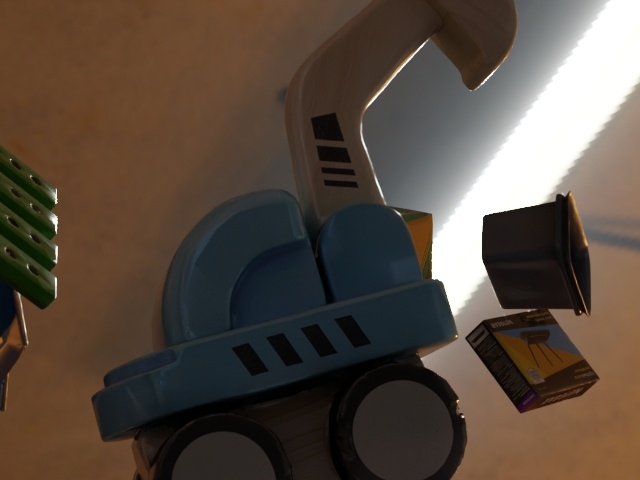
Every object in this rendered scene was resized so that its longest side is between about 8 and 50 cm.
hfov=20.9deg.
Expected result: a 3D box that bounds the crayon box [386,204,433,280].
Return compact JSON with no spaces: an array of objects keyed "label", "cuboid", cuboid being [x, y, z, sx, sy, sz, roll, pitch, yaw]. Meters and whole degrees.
[{"label":"crayon box","cuboid":[0.038,0.064,2.277,0.278,0.081,0.165,-19,-66,-48]}]

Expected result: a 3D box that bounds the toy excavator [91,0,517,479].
[{"label":"toy excavator","cuboid":[0.000,0.000,1.432,0.433,0.445,0.222,-15,-6,-12]}]

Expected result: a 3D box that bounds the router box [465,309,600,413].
[{"label":"router box","cuboid":[0.296,0.164,2.409,0.046,0.133,0.179,-47,-22,30]}]

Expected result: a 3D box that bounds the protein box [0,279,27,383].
[{"label":"protein box","cuboid":[-0.441,0.060,1.836,0.201,0.136,0.200,12,-49,16]}]

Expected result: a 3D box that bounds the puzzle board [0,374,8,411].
[{"label":"puzzle board","cuboid":[-0.403,0.132,2.073,0.011,0.096,0.128,-6,-75,-52]}]

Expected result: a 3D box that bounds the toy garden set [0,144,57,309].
[{"label":"toy garden set","cuboid":[-0.342,-0.044,1.637,0.204,0.244,0.049,40,-76,-23]}]

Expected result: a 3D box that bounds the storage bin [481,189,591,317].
[{"label":"storage bin","cuboid":[0.213,0.012,1.714,0.091,0.098,0.135,-5,-32,15]}]
